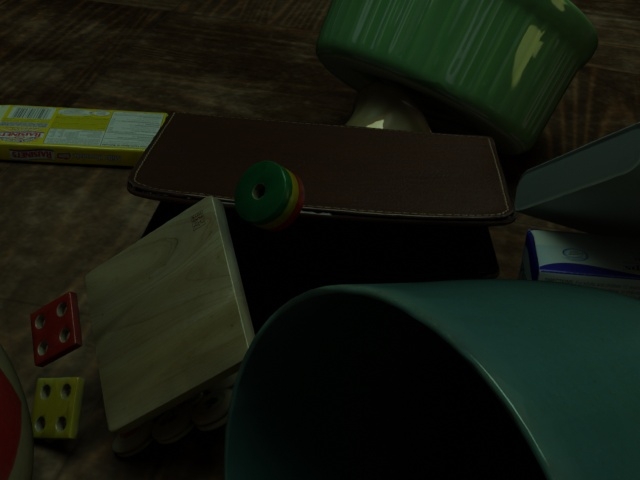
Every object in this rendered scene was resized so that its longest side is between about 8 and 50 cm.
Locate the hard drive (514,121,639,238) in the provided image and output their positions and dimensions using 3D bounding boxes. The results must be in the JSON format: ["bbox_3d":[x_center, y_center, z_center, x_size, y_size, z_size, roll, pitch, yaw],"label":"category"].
[{"bbox_3d":[0.337,-0.012,0.841,0.308,0.040,0.203,16,-11,-12],"label":"hard drive"}]

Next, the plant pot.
[{"bbox_3d":[0.121,0.155,0.583,0.235,0.292,0.293,-7,32,-34],"label":"plant pot"}]

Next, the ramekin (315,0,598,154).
[{"bbox_3d":[0.142,-0.217,1.197,0.304,0.148,0.303,26,0,0],"label":"ramekin"}]

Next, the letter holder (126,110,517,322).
[{"bbox_3d":[0.000,0.000,0.904,0.302,0.151,0.214,5,22,1],"label":"letter holder"}]

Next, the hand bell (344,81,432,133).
[{"bbox_3d":[-0.006,-0.059,1.107,0.242,0.126,0.126,-33,46,-28],"label":"hand bell"}]

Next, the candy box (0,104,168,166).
[{"bbox_3d":[-0.284,-0.122,1.220,0.206,0.027,0.105,3,33,-1],"label":"candy box"}]

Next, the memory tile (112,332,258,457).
[{"bbox_3d":[-0.087,0.109,0.805,0.148,0.012,0.113,-21,25,22],"label":"memory tile"}]

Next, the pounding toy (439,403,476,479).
[{"bbox_3d":[0.047,0.116,0.787,0.183,0.110,0.237,-9,34,-21],"label":"pounding toy"}]

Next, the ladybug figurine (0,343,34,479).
[{"bbox_3d":[-0.346,0.148,0.637,0.305,0.161,0.449,7,31,3],"label":"ladybug figurine"}]

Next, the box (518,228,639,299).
[{"bbox_3d":[0.224,0.069,0.859,0.126,0.137,0.072,5,30,1],"label":"box"}]

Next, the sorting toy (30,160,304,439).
[{"bbox_3d":[-0.109,0.062,0.775,0.046,0.275,0.132,27,39,-51],"label":"sorting toy"}]
